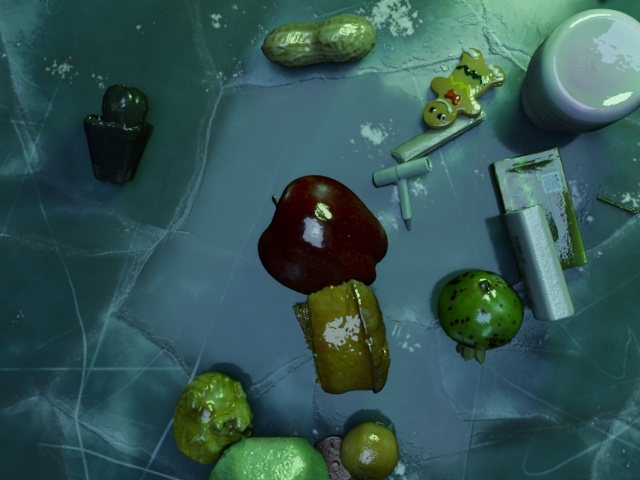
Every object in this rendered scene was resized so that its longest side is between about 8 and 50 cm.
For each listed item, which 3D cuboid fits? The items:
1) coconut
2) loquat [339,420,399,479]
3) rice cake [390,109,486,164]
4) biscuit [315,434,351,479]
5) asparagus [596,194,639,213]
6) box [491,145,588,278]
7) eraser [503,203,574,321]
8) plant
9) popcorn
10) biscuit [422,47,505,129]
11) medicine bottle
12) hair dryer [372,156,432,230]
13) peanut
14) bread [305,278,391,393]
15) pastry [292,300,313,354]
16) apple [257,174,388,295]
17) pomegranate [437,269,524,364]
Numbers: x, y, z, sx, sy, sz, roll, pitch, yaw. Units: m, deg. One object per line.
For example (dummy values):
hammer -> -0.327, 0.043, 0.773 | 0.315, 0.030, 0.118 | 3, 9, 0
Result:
coconut -> -0.130, 0.621, 1.706 | 0.328, 0.328, 0.281 | -39, 59, 2
loquat -> 0.123, 0.537, 1.764 | 0.163, 0.137, 0.163 | 2, 85, -26
rice cake -> 0.305, -0.271, 1.802 | 0.256, 0.052, 0.057 | -30, 85, 3
biscuit -> 0.038, 0.578, 1.828 | 0.102, 0.019, 0.130 | -12, 89, 3
asparagus -> 0.768, -0.091, 1.792 | 0.114, 0.015, 0.014 | 21, 89, 4
box -> 0.563, -0.071, 1.790 | 0.173, 0.043, 0.311 | -15, 89, 3
eraser -> 0.527, 0.052, 1.684 | 0.095, 0.174, 0.270 | -18, 89, 5
plant -> -0.524, -0.278, 1.801 | 0.142, 0.164, 0.256 | 15, 102, 3
popcorn -> -0.270, 0.458, 1.783 | 0.203, 0.200, 0.226 | 15, 57, -23
biscuit -> 0.356, -0.382, 1.781 | 0.158, 0.035, 0.240 | 39, 84, 21
medicine bottle -> 0.617, -0.381, 1.650 | 0.256, 0.325, 0.256 | 0, 90, 5
hair dryer -> 0.234, -0.111, 1.796 | 0.155, 0.044, 0.183 | -15, 103, 31
peanut -> -0.005, -0.508, 1.781 | 0.299, 0.136, 0.120 | -7, 93, 4
bread -> 0.067, 0.265, 1.661 | 0.194, 0.340, 0.179 | -6, 46, 1
pastry -> -0.017, 0.223, 1.818 | 0.080, 0.056, 0.140 | -18, 95, 10
apple -> 0.000, 0.000, 1.712 | 0.317, 0.288, 0.288 | 34, 92, -7
pomegranate -> 0.394, 0.192, 1.739 | 0.211, 0.211, 0.263 | 6, 131, 3
